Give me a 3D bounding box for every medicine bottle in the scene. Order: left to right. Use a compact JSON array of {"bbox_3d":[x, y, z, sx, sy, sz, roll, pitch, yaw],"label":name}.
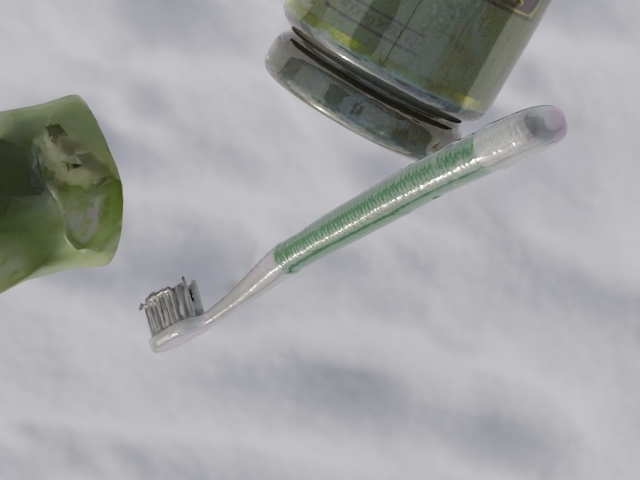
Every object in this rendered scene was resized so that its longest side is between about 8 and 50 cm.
[{"bbox_3d":[0.098,-0.218,1.128,0.151,0.151,0.322,29,101,-2],"label":"medicine bottle"}]

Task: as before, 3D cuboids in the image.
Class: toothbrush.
[{"bbox_3d":[0.000,0.000,0.620,0.257,0.018,0.024,-27,77,54],"label":"toothbrush"}]

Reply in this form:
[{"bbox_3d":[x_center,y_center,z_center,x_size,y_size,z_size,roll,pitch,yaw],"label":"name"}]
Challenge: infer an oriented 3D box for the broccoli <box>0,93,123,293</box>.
[{"bbox_3d":[-0.269,0.040,0.825,0.361,0.252,0.221,-5,136,-3],"label":"broccoli"}]
